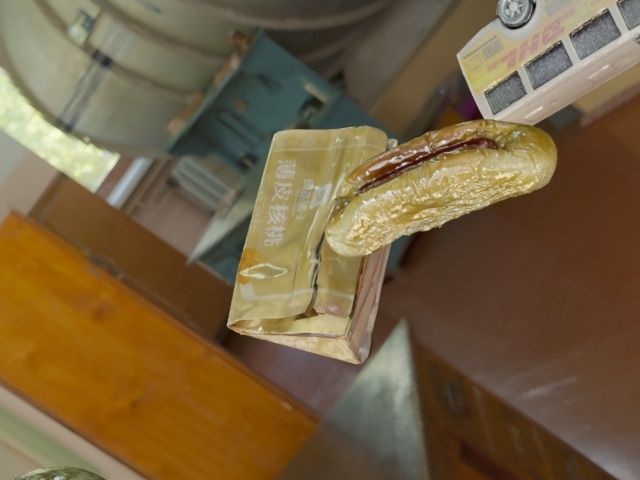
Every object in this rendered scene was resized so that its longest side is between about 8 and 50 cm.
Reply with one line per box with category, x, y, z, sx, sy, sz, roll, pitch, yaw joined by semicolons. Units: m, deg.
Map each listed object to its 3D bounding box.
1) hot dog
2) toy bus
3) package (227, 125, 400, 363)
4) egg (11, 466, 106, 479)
hot dog;0.107;-0.059;1.155;0.242;0.073;0.084;-21;38;21
toy bus;0.311;-0.252;1.319;0.342;0.097;0.138;-30;67;33
package;0.010;-0.011;1.693;0.165;0.221;0.311;117;169;-66
egg;-0.384;0.448;1.690;0.289;0.238;0.238;-38;19;42
